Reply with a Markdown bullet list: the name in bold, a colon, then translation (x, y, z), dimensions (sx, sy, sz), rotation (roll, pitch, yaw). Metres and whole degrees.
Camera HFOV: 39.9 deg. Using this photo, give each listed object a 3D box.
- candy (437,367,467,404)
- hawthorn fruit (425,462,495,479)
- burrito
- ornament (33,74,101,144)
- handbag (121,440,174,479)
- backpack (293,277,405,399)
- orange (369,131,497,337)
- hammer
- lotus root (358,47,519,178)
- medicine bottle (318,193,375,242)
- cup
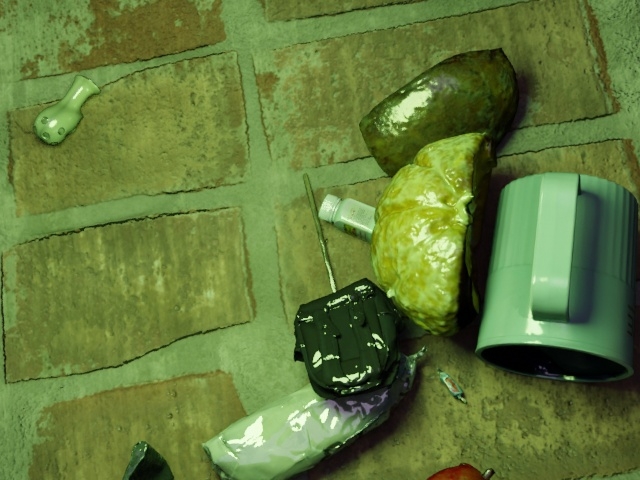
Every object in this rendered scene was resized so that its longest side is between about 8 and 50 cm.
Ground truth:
- **candy**: translation (0.239, 0.266, 1.606), dimensions (0.020, 0.030, 0.083), rotation (-37, 65, -4)
- **hawthorn fruit**: translation (0.233, 0.466, 1.467), dimensions (0.185, 0.185, 0.202), rotation (29, 73, 14)
- **burrito**: translation (0.008, 0.315, 1.574), dimensions (0.445, 0.101, 0.139), rotation (-27, 67, -3)
- **ornament**: translation (-0.528, -0.266, 1.832), dimensions (0.075, 0.081, 0.156), rotation (18, 69, 46)
- **handbag**: translation (-0.346, 0.474, 1.521), dimensions (0.089, 0.175, 0.270), rotation (21, 78, 10)
- **backpack**: translation (0.049, 0.177, 1.539), dimensions (0.206, 0.133, 0.258), rotation (-20, 37, 6)
- **orange**: translation (0.200, -0.010, 1.575), dimensions (0.210, 0.271, 0.368), rotation (1, 70, 19)
- **hammer**: translation (0.000, 0.000, 1.717), dimensions (0.058, 0.029, 0.292), rotation (-14, 70, -1)
- **lotus root**: translation (0.248, -0.225, 1.689), dimensions (0.314, 0.210, 0.142), rotation (-32, 60, 9)
- **medicine bottle**: translation (0.060, -0.045, 1.695), dimensions (0.118, 0.074, 0.055), rotation (23, 77, 11)
- **cup**: translation (0.392, 0.053, 1.511), dimensions (0.257, 0.331, 0.311), rotation (-10, 63, 46)
